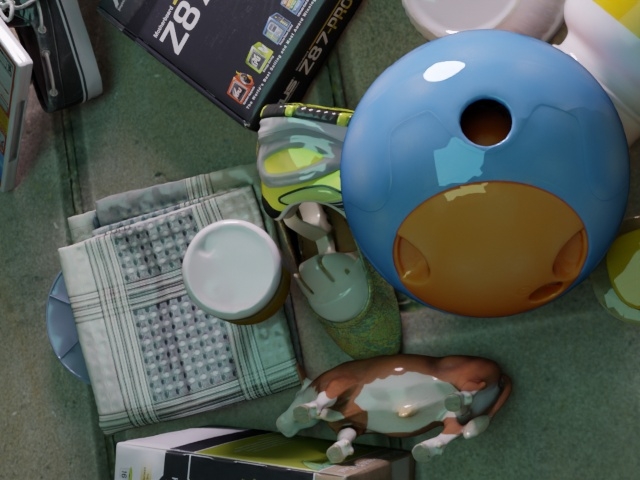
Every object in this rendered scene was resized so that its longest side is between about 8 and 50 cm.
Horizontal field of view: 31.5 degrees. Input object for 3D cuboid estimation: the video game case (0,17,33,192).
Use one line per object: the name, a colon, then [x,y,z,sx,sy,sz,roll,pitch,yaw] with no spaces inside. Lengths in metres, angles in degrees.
video game case: [-0.495,-0.230,1.662,0.204,0.025,0.285,52,144,19]

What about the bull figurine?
bull figurine: [0.072,0.198,1.375,0.310,0.188,0.101,-11,101,19]

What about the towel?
towel: [-0.196,0.076,1.550,0.312,0.056,0.324,-16,81,16]

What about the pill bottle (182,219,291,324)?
pill bottle: [-0.097,0.044,1.399,0.117,0.208,0.118,0,83,3]

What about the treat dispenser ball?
treat dispenser ball: [0.163,-0.065,1.139,0.288,0.288,0.288,-1,87,26]

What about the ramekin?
ramekin: [0.191,-0.314,1.365,0.207,0.109,0.207,1,92,30]

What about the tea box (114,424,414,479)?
tea box: [-0.074,0.417,1.409,0.323,0.220,0.329,4,90,27]

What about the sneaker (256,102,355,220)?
sneaker: [0.110,-0.068,1.365,0.384,0.145,0.147,11,99,9]

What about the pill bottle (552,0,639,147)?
pill bottle: [0.389,-0.266,1.231,0.188,0.188,0.334,45,107,20]

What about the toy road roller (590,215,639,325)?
toy road roller: [0.432,-0.060,1.194,0.329,0.202,0.241,-21,78,19]

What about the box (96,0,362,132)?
box: [-0.083,-0.388,1.518,0.318,0.097,0.395,40,105,25]

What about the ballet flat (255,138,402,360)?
ballet flat: [0.000,0.000,1.450,0.123,0.123,0.349,-24,78,23]

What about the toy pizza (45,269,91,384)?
toy pizza: [-0.307,0.110,1.639,0.201,0.032,0.201,0,89,22]

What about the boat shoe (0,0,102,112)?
boat shoe: [-0.411,-0.332,1.605,0.113,0.105,0.306,19,130,54]
